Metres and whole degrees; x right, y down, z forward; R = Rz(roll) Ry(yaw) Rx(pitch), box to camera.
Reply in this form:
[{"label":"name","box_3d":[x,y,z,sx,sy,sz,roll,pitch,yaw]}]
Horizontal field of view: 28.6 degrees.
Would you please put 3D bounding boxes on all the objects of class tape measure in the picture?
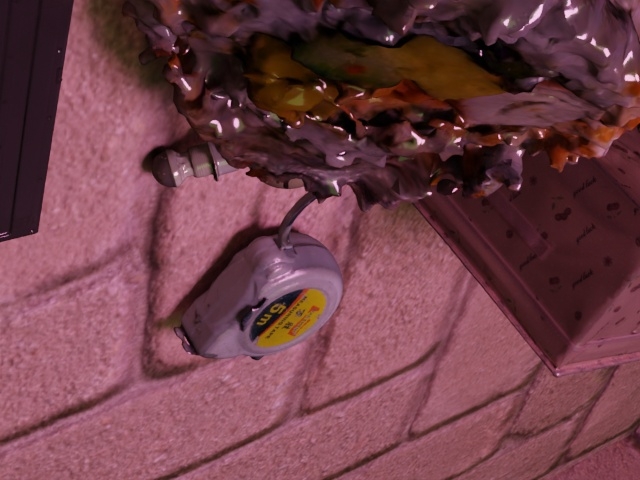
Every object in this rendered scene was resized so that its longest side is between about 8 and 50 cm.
[{"label":"tape measure","box_3d":[-0.001,-0.001,1.283,0.330,0.084,0.164,-47,152,20]}]

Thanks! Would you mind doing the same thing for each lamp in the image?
[{"label":"lamp","box_3d":[-0.070,-0.081,1.112,0.163,0.091,0.091,-14,148,-5]}]

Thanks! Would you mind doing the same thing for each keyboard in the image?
[{"label":"keyboard","box_3d":[-0.256,-0.050,0.996,0.103,0.041,0.381,-15,138,-33]}]

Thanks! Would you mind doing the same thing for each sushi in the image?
[{"label":"sushi","box_3d":[0.060,-0.154,0.879,0.417,0.176,0.417,10,163,3]}]

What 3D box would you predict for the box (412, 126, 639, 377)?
[{"label":"box","box_3d":[0.269,-0.039,1.302,0.225,0.297,0.190,-3,137,-45]}]
